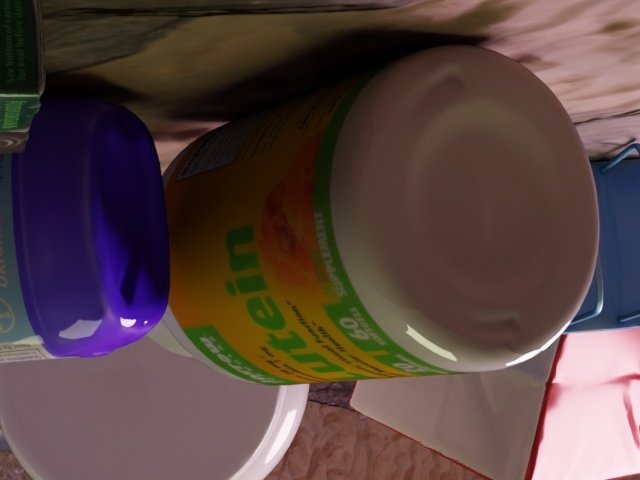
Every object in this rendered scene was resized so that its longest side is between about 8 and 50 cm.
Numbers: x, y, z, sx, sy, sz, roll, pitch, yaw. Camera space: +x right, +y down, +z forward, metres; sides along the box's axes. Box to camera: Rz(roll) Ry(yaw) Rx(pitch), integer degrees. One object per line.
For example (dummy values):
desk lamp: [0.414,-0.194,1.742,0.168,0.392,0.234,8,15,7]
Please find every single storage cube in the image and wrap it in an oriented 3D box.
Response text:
storage cube: [0.169,0.078,1.088,0.193,0.184,0.215,1,-164,-45]

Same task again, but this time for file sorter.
file sorter: [0.166,-0.002,0.895,0.170,0.118,0.104,-4,171,-5]

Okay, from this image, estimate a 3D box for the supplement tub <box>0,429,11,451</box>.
supplement tub: [-0.414,0.141,1.470,0.272,0.191,0.191,-4,174,-9]

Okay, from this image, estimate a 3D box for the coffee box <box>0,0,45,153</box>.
coffee box: [-0.190,-0.052,0.452,0.184,0.041,0.113,-3,174,-17]

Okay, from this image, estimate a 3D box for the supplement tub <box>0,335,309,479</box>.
supplement tub: [-0.126,0.101,1.071,0.235,0.236,0.325,-5,175,-1]

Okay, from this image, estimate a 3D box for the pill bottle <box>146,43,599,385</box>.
pill bottle: [0.000,0.000,0.645,0.136,0.136,0.245,-1,173,-35]

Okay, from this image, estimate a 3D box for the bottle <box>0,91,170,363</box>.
bottle: [-0.212,0.005,0.626,0.282,0.118,0.092,-5,177,17]
